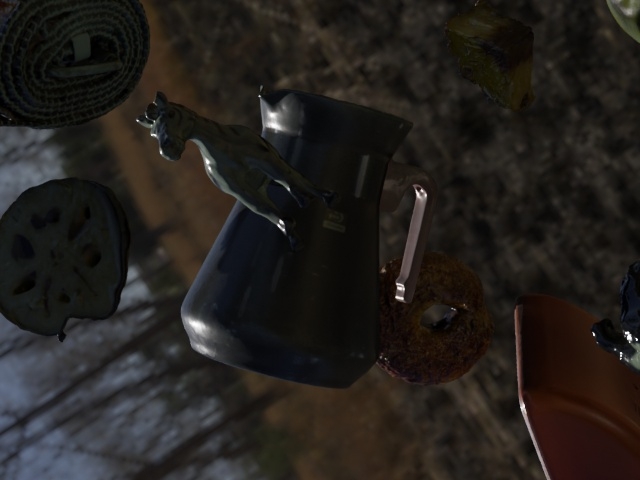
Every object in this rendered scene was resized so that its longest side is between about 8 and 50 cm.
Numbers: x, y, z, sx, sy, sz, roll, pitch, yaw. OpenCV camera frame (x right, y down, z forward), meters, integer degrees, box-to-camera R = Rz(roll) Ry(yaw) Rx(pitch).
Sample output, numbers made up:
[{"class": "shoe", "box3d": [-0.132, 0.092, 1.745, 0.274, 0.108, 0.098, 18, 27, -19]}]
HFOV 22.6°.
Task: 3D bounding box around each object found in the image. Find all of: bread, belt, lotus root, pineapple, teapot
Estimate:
[{"class": "bread", "box3d": [0.141, 0.107, 2.144, 0.193, 0.193, 0.064, 57, -179, -15]}, {"class": "belt", "box3d": [-0.363, -0.259, 2.137, 0.160, 0.207, 0.295, 26, -158, 35]}, {"class": "lotus root", "box3d": [-0.316, 0.024, 2.016, 0.183, 0.204, 0.078, 13, 178, 15]}, {"class": "pineapple", "box3d": [0.211, -0.215, 1.856, 0.137, 0.069, 0.116, 53, 158, -6]}, {"class": "teapot", "box3d": [0.000, 0.000, 2.004, 0.300, 0.344, 0.253, 13, -177, -32]}]

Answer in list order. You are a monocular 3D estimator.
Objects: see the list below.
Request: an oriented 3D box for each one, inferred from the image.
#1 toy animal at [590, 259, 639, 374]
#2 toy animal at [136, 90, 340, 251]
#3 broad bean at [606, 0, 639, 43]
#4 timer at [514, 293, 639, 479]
[{"class": "toy animal", "box3d": [0.420, 0.066, 1.782, 0.121, 0.225, 0.094, 50, 161, 40]}, {"class": "toy animal", "box3d": [-0.074, -0.073, 1.729, 0.170, 0.090, 0.255, 43, -177, 29]}, {"class": "broad bean", "box3d": [0.392, -0.261, 1.626, 0.189, 0.121, 0.263, 54, 167, -6]}, {"class": "timer", "box3d": [0.320, 0.210, 1.976, 0.250, 0.161, 0.257, 52, -159, -20]}]
